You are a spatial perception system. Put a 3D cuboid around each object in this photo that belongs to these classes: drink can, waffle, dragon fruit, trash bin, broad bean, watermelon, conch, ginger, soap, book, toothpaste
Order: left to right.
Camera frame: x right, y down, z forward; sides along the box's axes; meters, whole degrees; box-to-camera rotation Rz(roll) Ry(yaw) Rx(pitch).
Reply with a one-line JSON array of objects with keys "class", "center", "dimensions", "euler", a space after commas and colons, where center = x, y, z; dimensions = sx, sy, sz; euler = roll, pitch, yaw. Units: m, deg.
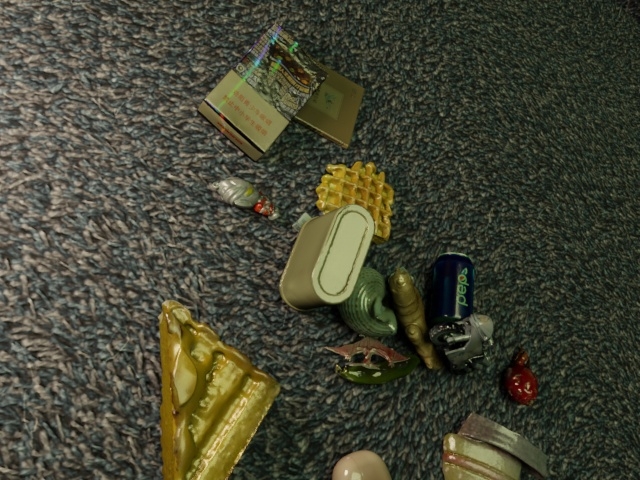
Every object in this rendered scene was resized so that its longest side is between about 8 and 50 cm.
[{"class": "soap", "center": [-0.288, 0.341, 1.129], "dimensions": [0.304, 0.169, 0.339], "euler": [40, 58, -12]}, {"class": "book", "center": [-0.029, -0.413, 1.608], "dimensions": [0.310, 0.021, 0.217], "euler": [26, 62, -19]}, {"class": "toothpaste", "center": [0.000, 0.000, 1.478], "dimensions": [0.164, 0.034, 0.046], "euler": [44, 58, -9]}, {"class": "trash bin", "center": [0.011, 0.044, 1.322], "dimensions": [0.121, 0.247, 0.244], "euler": [25, 76, -13]}, {"class": "waffle", "center": [0.096, -0.127, 1.560], "dimensions": [0.229, 0.057, 0.219], "euler": [21, 64, -21]}, {"class": "conch", "center": [0.105, 0.160, 1.421], "dimensions": [0.200, 0.131, 0.173], "euler": [-73, 146, -64]}, {"class": "broad bean", "center": [0.154, 0.327, 1.448], "dimensions": [0.254, 0.046, 0.065], "euler": [-2, 62, -28]}, {"class": "watermelon", "center": [0.221, 0.109, 1.546], "dimensions": [0.085, 0.061, 0.085], "euler": [23, 51, -31]}, {"class": "ginger", "center": [0.241, 0.204, 1.483], "dimensions": [0.081, 0.148, 0.334], "euler": [-22, 107, 0]}, {"class": "drink can", "center": [0.361, 0.141, 1.582], "dimensions": [0.118, 0.118, 0.205], "euler": [18, 67, -23]}, {"class": "dragon fruit", "center": [0.565, 0.380, 1.646], "dimensions": [0.094, 0.094, 0.191], "euler": [29, 40, -18]}]

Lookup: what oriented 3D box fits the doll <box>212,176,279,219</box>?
[{"class": "doll", "center": [-0.178, -0.104, 1.397], "dimensions": [0.180, 0.079, 0.094], "euler": [26, 35, -27]}]

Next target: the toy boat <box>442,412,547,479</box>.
[{"class": "toy boat", "center": [0.431, 0.594, 1.483], "dimensions": [0.276, 0.111, 0.293], "euler": [46, 68, 0]}]

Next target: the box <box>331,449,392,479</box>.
[{"class": "box", "center": [0.102, 0.583, 1.309], "dimensions": [0.145, 0.088, 0.201], "euler": [-8, 77, -32]}]

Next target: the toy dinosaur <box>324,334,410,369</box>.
[{"class": "toy dinosaur", "center": [0.117, 0.274, 1.428], "dimensions": [0.219, 0.032, 0.108], "euler": [8, 45, -6]}]

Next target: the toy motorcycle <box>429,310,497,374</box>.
[{"class": "toy motorcycle", "center": [0.381, 0.265, 1.481], "dimensions": [0.270, 0.159, 0.106], "euler": [50, 19, -45]}]

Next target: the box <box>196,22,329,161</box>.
[{"class": "box", "center": [-0.142, -0.379, 1.474], "dimensions": [0.198, 0.084, 0.310], "euler": [41, 66, -12]}]
